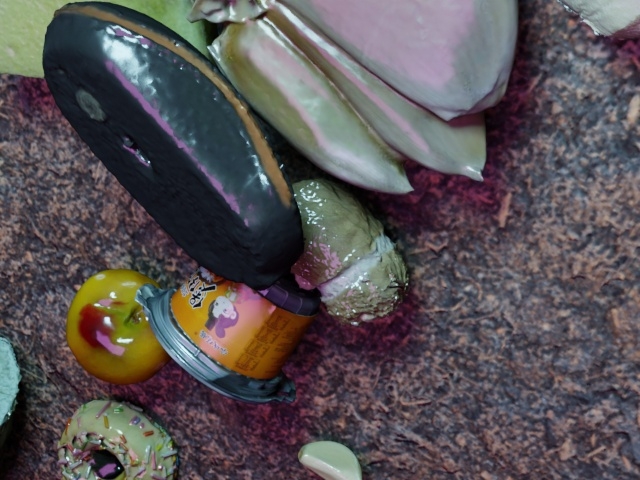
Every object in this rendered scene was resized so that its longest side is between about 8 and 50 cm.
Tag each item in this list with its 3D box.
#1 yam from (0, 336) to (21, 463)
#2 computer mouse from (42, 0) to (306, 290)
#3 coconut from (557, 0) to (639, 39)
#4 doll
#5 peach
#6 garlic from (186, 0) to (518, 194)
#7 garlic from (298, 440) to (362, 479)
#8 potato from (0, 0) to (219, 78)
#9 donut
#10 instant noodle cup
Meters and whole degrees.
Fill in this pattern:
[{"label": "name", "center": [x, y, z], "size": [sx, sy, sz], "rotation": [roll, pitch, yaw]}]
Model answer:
[{"label": "yam", "center": [-0.537, 0.269, 1.343], "size": [0.241, 0.241, 0.348], "rotation": [29, 122, 12]}, {"label": "computer mouse", "center": [-0.127, -0.098, 0.956], "size": [0.323, 0.116, 0.183], "rotation": [49, 154, -8]}, {"label": "coconut", "center": [0.246, -0.233, 0.850], "size": [0.124, 0.110, 0.110], "rotation": [41, 121, -1]}, {"label": "doll", "center": [0.002, -0.006, 1.052], "size": [0.221, 0.105, 0.115], "rotation": [45, 147, 9]}, {"label": "peach", "center": [-0.237, 0.104, 1.196], "size": [0.138, 0.138, 0.138], "rotation": [9, 113, 22]}, {"label": "garlic", "center": [0.048, -0.203, 0.928], "size": [0.325, 0.132, 0.279], "rotation": [33, 118, -2]}, {"label": "garlic", "center": [0.014, 0.262, 1.180], "size": [0.083, 0.053, 0.041], "rotation": [27, 117, 3]}, {"label": "potato", "center": [-0.208, -0.230, 1.062], "size": [0.255, 0.112, 0.269], "rotation": [36, 123, 1]}, {"label": "donut", "center": [-0.269, 0.290, 1.316], "size": [0.174, 0.068, 0.174], "rotation": [10, 114, 22]}, {"label": "instant noodle cup", "center": [-0.080, 0.073, 1.094], "size": [0.208, 0.177, 0.125], "rotation": [31, 109, -23]}]
